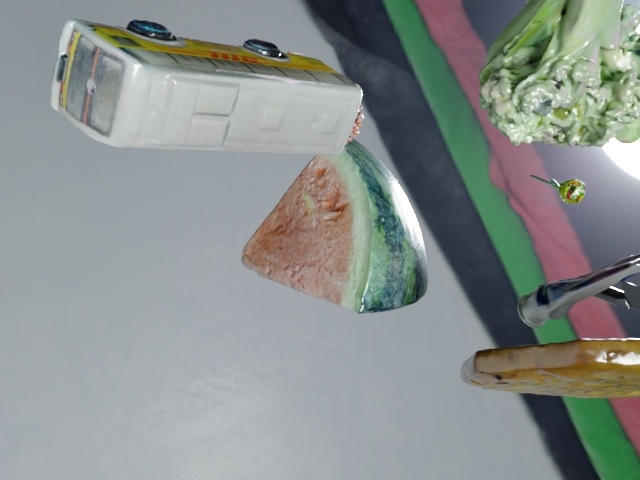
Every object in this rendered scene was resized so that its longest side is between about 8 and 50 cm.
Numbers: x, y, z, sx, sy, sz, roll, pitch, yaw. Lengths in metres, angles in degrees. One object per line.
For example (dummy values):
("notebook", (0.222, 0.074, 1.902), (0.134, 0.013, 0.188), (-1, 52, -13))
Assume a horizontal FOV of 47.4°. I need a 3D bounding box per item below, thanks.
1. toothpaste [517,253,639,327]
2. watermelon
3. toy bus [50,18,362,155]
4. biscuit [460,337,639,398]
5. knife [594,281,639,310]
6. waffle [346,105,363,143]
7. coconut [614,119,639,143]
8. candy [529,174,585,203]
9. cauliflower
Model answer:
("toothpaste", (0.397, 0.065, 1.076), (0.266, 0.096, 0.061), (-41, -110, 57))
("watermelon", (0.021, -0.011, 1.114), (0.250, 0.292, 0.283), (133, -63, -82))
("toy bus", (-0.086, -0.124, 0.632), (0.106, 0.268, 0.092), (39, -61, 37))
("biscuit", (0.352, 0.167, 0.919), (0.359, 0.359, 0.046), (118, -26, -73))
("knife", (0.507, 0.094, 1.160), (0.060, 0.028, 0.230), (60, -13, -23))
("waffle", (0.026, -0.174, 1.052), (0.083, 0.029, 0.075), (-24, -110, 38))
("coconut", (0.749, -0.274, 1.782), (0.081, 0.082, 0.083), (106, -1, -51))
("candy", (0.355, -0.086, 1.106), (0.123, 0.035, 0.035), (-133, -148, -64))
("cauliflower", (0.293, -0.233, 0.836), (0.239, 0.256, 0.315), (59, -8, 31))
